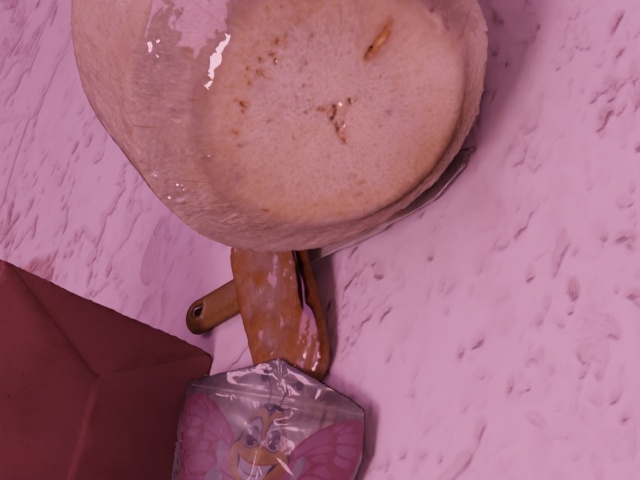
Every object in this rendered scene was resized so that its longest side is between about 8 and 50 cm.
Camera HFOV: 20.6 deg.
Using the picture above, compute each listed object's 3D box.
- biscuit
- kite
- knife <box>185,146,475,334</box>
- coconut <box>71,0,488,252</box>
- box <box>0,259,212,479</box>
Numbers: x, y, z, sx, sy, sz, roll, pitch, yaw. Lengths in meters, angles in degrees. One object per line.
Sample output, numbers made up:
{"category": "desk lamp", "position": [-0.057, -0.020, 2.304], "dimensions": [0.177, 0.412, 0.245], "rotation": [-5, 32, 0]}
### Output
{"category": "biscuit", "position": [-0.027, 0.040, 1.165], "dimensions": [0.071, 0.018, 0.147], "rotation": [-40, 53, 38]}
{"category": "kite", "position": [-0.070, 0.248, 1.108], "dimensions": [0.204, 0.022, 0.360], "rotation": [5, 75, 54]}
{"category": "knife", "position": [-0.002, -0.001, 1.179], "dimensions": [0.298, 0.017, 0.047], "rotation": [-30, 40, 46]}
{"category": "coconut", "position": [-0.031, -0.127, 1.093], "dimensions": [0.237, 0.237, 0.266], "rotation": [-61, 32, 9]}
{"category": "box", "position": [-0.188, 0.140, 1.187], "dimensions": [0.086, 0.215, 0.215], "rotation": [-2, 67, 42]}
